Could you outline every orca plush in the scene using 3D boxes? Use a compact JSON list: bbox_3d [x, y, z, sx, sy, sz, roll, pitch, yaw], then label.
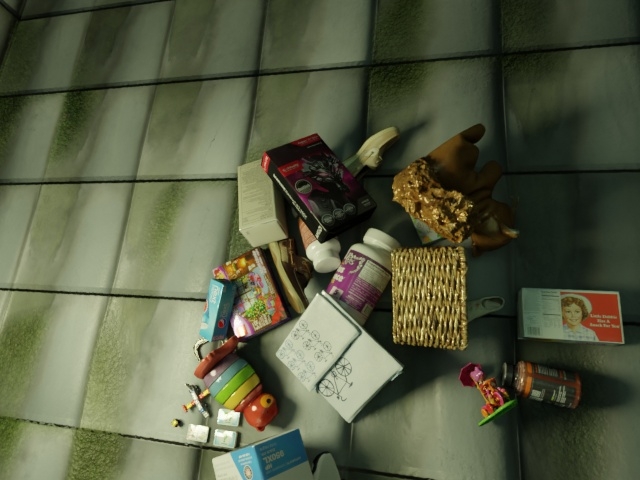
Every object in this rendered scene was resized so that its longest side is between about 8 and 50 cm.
[{"bbox_3d":[0.012,0.800,1.280,0.151,0.102,0.287,-11,77,-37],"label":"orca plush"}]

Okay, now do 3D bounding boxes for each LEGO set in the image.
[{"bbox_3d":[-0.395,0.594,1.440,0.245,0.060,0.182,2,70,15],"label":"LEGO set"}]

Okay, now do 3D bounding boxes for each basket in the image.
[{"bbox_3d":[0.354,0.166,1.283,0.223,0.213,0.298,-3,87,29],"label":"basket"}]

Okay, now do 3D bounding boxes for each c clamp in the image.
[{"bbox_3d":[-0.383,0.397,1.516,0.161,0.022,0.137,-22,70,6],"label":"c clamp"}]

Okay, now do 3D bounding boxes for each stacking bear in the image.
[{"bbox_3d":[-0.261,0.489,1.386,0.289,0.175,0.164,44,119,9],"label":"stacking bear"}]

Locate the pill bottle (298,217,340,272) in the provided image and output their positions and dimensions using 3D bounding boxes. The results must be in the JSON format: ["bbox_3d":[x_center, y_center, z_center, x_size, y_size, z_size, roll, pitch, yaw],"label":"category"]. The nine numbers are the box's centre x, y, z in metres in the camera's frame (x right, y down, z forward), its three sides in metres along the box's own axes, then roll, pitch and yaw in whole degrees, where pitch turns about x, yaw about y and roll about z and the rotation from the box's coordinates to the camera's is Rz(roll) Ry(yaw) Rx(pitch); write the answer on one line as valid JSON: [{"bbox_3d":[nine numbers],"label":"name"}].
[{"bbox_3d":[0.000,0.000,1.468,0.121,0.121,0.216,-21,54,7],"label":"pill bottle"}]

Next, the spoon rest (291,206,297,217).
[{"bbox_3d":[-0.030,-0.200,1.571,0.084,0.137,0.276,26,68,-4],"label":"spoon rest"}]

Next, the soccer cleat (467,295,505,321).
[{"bbox_3d":[0.484,0.217,1.331,0.196,0.076,0.068,-21,69,7],"label":"soccer cleat"}]

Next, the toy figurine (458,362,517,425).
[{"bbox_3d":[0.477,0.432,1.233,0.130,0.173,0.159,-22,56,-13],"label":"toy figurine"}]

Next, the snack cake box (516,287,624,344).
[{"bbox_3d":[0.737,0.227,1.261,0.265,0.089,0.152,2,72,14],"label":"snack cake box"}]

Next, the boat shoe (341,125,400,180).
[{"bbox_3d":[0.182,-0.298,1.554,0.302,0.109,0.098,-37,74,6],"label":"boat shoe"}]

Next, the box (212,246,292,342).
[{"bbox_3d":[-0.251,0.194,1.527,0.201,0.057,0.293,-28,69,6],"label":"box"}]

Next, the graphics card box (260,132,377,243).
[{"bbox_3d":[-0.008,-0.189,1.449,0.233,0.094,0.370,-27,71,-28],"label":"graphics card box"}]

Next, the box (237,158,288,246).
[{"bbox_3d":[-0.215,-0.145,1.549,0.148,0.121,0.311,-14,55,9],"label":"box"}]

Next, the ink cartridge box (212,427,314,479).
[{"bbox_3d":[-0.135,0.778,1.191,0.285,0.166,0.394,-41,62,41],"label":"ink cartridge box"}]

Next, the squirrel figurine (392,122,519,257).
[{"bbox_3d":[0.430,-0.109,1.317,0.397,0.281,0.370,-29,85,-37],"label":"squirrel figurine"}]

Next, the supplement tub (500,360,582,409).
[{"bbox_3d":[0.634,0.411,1.219,0.198,0.106,0.106,11,76,16],"label":"supplement tub"}]

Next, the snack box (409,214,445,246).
[{"bbox_3d":[0.378,-0.061,1.465,0.100,0.037,0.141,-21,68,7],"label":"snack box"}]

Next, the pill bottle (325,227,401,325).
[{"bbox_3d":[0.140,0.116,1.397,0.169,0.169,0.301,28,81,20],"label":"pill bottle"}]

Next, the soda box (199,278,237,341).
[{"bbox_3d":[-0.360,0.243,1.480,0.071,0.067,0.210,18,97,36],"label":"soda box"}]

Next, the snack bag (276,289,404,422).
[{"bbox_3d":[0.045,0.377,1.320,0.342,0.037,0.323,43,119,16],"label":"snack bag"}]

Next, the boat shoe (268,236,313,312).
[{"bbox_3d":[-0.083,0.101,1.445,0.123,0.123,0.342,-20,37,-7],"label":"boat shoe"}]
